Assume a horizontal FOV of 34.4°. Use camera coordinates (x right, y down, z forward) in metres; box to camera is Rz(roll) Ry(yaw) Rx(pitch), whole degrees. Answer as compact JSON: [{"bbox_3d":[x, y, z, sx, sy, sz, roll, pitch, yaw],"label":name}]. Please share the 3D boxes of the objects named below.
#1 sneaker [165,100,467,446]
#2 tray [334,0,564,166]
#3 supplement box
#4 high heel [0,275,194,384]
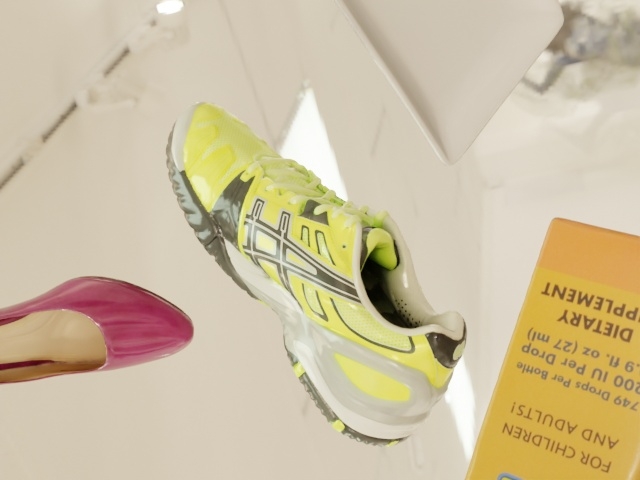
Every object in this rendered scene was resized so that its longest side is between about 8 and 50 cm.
[{"bbox_3d":[0.000,0.000,0.973,0.385,0.147,0.145,51,-145,17],"label":"sneaker"},{"bbox_3d":[0.051,-0.184,0.620,0.145,0.030,0.270,-52,-51,-16],"label":"tray"},{"bbox_3d":[0.114,0.114,0.468,0.080,0.078,0.233,21,-94,-56],"label":"supplement box"},{"bbox_3d":[-0.334,0.136,1.145,0.181,0.377,0.127,-88,-5,-58],"label":"high heel"}]
